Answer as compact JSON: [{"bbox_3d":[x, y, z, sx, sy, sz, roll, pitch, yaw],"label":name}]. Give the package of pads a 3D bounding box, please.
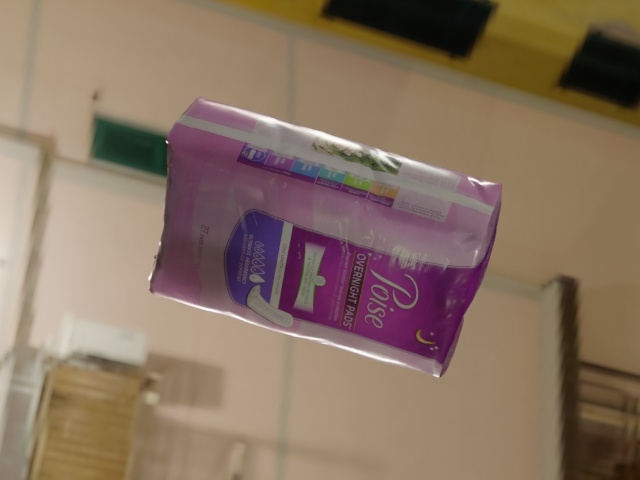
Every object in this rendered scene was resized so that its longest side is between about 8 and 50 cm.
[{"bbox_3d":[0.000,0.000,0.424,0.032,0.083,0.050,-67,171,-49],"label":"package of pads"}]
